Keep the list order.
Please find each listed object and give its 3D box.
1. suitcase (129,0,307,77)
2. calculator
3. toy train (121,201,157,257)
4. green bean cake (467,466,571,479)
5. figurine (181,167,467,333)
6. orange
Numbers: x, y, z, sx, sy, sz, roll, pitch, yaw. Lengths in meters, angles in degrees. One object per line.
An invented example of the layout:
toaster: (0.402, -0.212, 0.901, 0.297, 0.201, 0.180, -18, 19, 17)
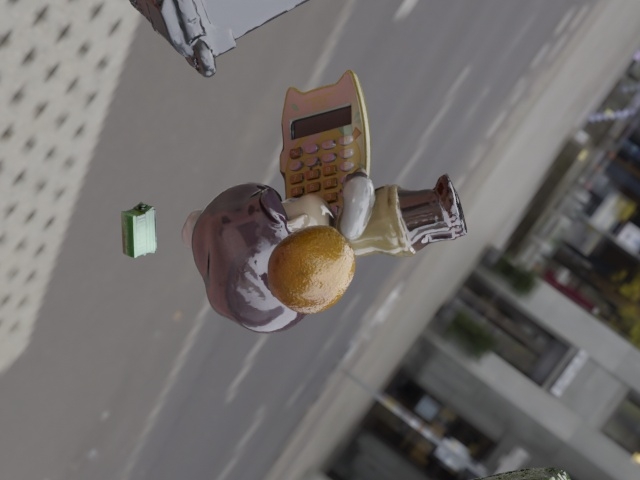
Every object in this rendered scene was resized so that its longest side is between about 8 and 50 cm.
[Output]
suitcase: (-0.059, -0.374, 1.403, 0.345, 0.188, 0.339, -28, 136, -11)
calculator: (0.008, -0.113, 2.092, 0.033, 0.157, 0.236, 18, 68, -50)
toy train: (-0.303, -0.015, 2.485, 0.056, 0.038, 0.093, -24, 125, -43)
green bean cake: (0.180, 0.310, 1.599, 0.200, 0.113, 0.214, -14, 169, 16)
figurine: (-0.002, -0.020, 1.980, 0.365, 0.206, 0.218, -28, 175, 5)
orange: (-0.008, 0.026, 1.354, 0.085, 0.085, 0.085, -52, 172, -10)
